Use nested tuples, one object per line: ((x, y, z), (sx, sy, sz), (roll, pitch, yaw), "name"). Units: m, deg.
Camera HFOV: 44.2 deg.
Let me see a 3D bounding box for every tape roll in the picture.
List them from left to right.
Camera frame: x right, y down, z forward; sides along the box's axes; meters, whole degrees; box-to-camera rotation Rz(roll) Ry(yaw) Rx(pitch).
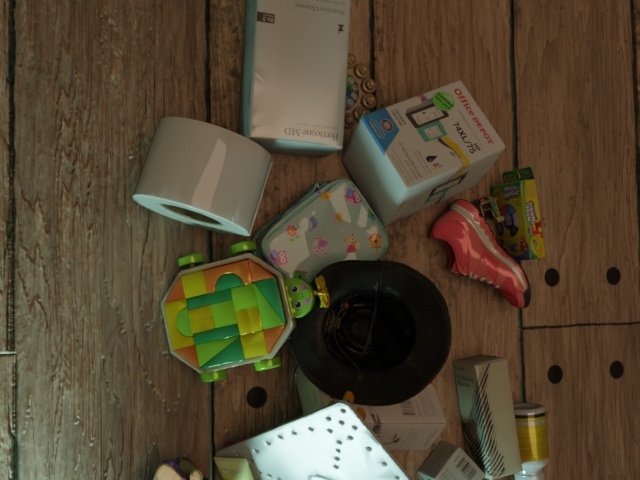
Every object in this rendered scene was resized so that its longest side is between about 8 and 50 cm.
((-0.237, -0.126, 1.594), (0.246, 0.246, 0.169), (19, 80, -20), "tape roll")

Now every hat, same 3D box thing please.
((0.112, 0.196, 1.660), (0.331, 0.134, 0.331), (-3, 77, 13), "hat")

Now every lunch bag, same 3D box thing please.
((0.000, 0.000, 1.754), (0.279, 0.108, 0.224), (-39, 100, -19), "lunch bag")

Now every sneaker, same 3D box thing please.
((0.381, 0.056, 1.915), (0.136, 0.116, 0.314), (-38, 94, -9), "sneaker")

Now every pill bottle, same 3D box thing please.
((0.505, 0.496, 1.928), (0.103, 0.103, 0.184), (-3, 88, -22), "pill bottle")

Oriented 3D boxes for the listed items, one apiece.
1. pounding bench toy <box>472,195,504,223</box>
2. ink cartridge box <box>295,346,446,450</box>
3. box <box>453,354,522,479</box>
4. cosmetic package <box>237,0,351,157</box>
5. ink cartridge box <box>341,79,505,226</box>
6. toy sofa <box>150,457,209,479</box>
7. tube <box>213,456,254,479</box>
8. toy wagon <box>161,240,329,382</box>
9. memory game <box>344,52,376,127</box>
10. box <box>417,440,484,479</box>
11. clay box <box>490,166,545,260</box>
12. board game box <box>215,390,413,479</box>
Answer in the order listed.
((0.415, -0.075, 1.934), (0.052, 0.083, 0.065), (-18, 94, -21), "pounding bench toy")
((0.103, 0.342, 1.721), (0.283, 0.117, 0.207), (6, 43, -20), "ink cartridge box")
((0.400, 0.419, 1.888), (0.094, 0.113, 0.275), (-9, 89, -21), "box")
((-0.058, -0.385, 1.721), (0.217, 0.156, 0.384), (2, 85, -16), "cosmetic package")
((0.228, -0.196, 1.778), (0.270, 0.197, 0.198), (-24, 73, -22), "ink cartridge box")
((-0.346, 0.608, 1.563), (0.177, 0.150, 0.362), (38, 75, -11), "toy sofa")
((-0.155, 0.562, 1.668), (0.070, 0.062, 0.240), (-19, 104, -5), "tube")
((-0.154, 0.138, 1.625), (0.345, 0.068, 0.267), (-14, 83, 10), "toy wagon")
((0.046, -0.353, 1.841), (0.186, 0.012, 0.186), (1, 87, -21), "memory game")
((0.306, 0.547, 1.856), (0.102, 0.087, 0.101), (-46, 103, -17), "box")
((0.480, -0.063, 1.935), (0.053, 0.127, 0.222), (-9, 90, -22), "clay box")
((0.032, 0.515, 1.621), (0.390, 0.390, 0.050), (52, 36, -11), "board game box")
